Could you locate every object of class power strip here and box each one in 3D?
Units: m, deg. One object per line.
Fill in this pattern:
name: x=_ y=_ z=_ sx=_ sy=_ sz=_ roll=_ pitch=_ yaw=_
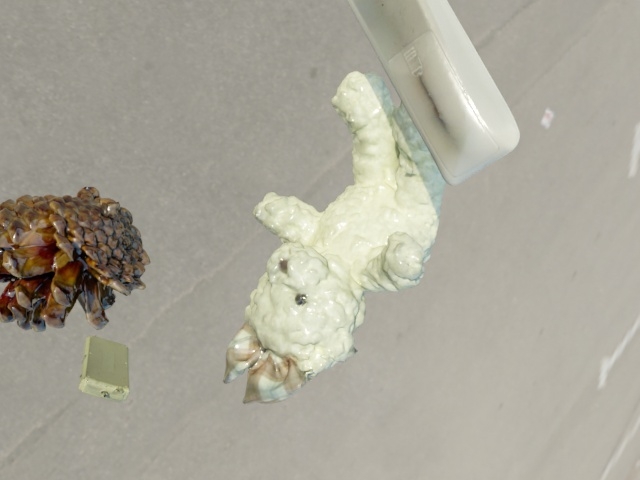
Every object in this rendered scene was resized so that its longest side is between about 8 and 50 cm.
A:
power strip: x=-0.340 y=0.204 z=1.311 sx=0.076 sy=0.169 sz=0.028 roll=21 pitch=105 yaw=-18

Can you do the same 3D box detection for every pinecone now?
pinecone: x=-0.290 y=0.022 z=0.910 sx=0.179 sy=0.195 sz=0.150 roll=-90 pitch=178 yaw=-72

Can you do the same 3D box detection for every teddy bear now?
teddy bear: x=0.000 y=0.000 z=1.188 sx=0.362 sy=0.327 sz=0.375 roll=-27 pitch=129 yaw=-29

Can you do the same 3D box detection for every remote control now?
remote control: x=0.112 y=-0.219 z=0.964 sx=0.109 sy=0.313 sz=0.055 roll=-33 pitch=171 yaw=38
